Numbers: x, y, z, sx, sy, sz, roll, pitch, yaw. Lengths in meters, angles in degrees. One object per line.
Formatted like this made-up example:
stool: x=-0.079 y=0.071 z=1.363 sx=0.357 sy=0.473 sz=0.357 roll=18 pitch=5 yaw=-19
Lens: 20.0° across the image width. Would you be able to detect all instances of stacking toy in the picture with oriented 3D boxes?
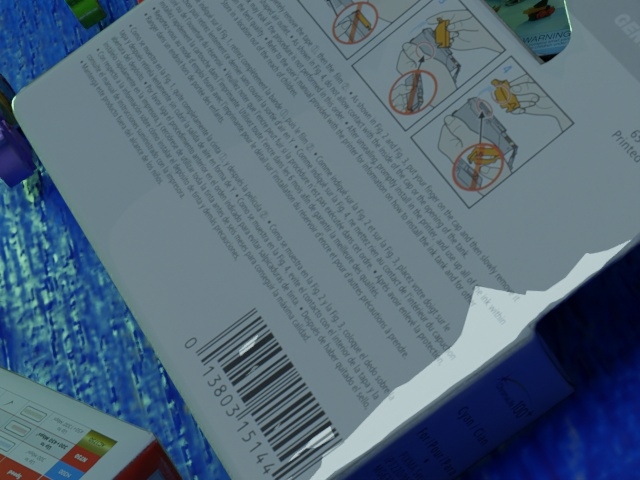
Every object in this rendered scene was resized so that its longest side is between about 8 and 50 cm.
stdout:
stacking toy: x=-0.196 y=-0.073 z=1.122 sx=0.167 sy=0.052 sz=0.221 roll=-31 pitch=34 yaw=5

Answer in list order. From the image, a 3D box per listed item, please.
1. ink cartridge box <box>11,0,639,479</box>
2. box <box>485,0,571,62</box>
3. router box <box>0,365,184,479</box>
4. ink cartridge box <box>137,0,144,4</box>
ink cartridge box: x=0.024 y=-0.040 z=0.824 sx=0.261 sy=0.066 sz=0.296 roll=-37 pitch=51 yaw=2
box: x=0.124 y=-0.132 z=0.919 sx=0.233 sy=0.044 sz=0.159 roll=-6 pitch=46 yaw=35
router box: x=-0.257 y=0.172 z=0.829 sx=0.301 sy=0.082 sz=0.335 roll=-43 pitch=35 yaw=-25
ink cartridge box: x=-0.043 y=-0.250 z=1.161 sx=0.231 sy=0.078 sz=0.134 roll=-31 pitch=36 yaw=9
